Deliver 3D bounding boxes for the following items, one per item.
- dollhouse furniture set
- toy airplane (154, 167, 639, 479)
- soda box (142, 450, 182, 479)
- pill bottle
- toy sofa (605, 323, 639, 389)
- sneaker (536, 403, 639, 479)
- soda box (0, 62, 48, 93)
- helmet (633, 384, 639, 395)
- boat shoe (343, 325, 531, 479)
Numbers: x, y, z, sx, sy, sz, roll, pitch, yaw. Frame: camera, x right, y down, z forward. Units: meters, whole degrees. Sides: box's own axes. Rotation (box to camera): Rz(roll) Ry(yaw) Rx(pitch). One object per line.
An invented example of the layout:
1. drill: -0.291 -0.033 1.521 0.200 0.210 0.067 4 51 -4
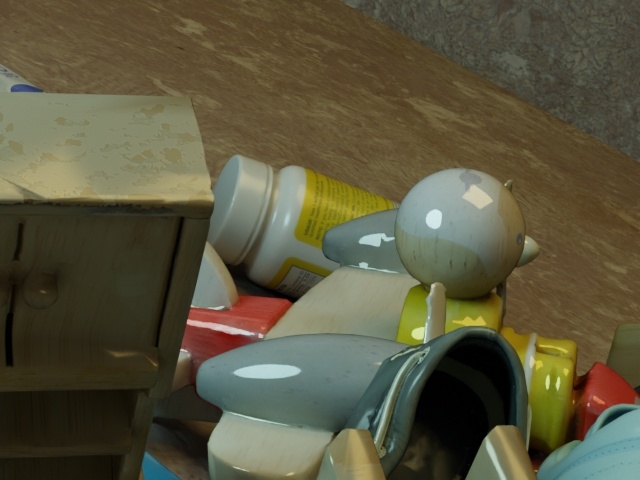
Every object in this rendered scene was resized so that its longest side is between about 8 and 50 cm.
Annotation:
1. dollhouse furniture set: -0.118 0.165 0.610 0.362 0.256 0.394 0 45 -17
2. toy airplane: 0.035 0.063 1.065 0.384 0.272 0.386 9 25 -35
3. soda box: -0.184 0.120 0.938 0.210 0.071 0.067 34 19 27
4. pill bottle: 0.000 0.000 1.467 0.209 0.119 0.119 20 18 -16
5. toy sofa: 0.425 0.213 1.431 0.363 0.177 0.150 20 -7 -15
6. sneaker: 0.163 0.171 0.824 0.135 0.150 0.366 19 -16 3
7. soda box: -0.230 -0.059 1.213 0.286 0.098 0.091 32 18 23
8. helmet: 0.282 0.184 1.211 0.169 0.161 0.169 12 36 -9
9. boat shoe: 0.029 0.177 0.753 0.116 0.099 0.319 26 56 -4
